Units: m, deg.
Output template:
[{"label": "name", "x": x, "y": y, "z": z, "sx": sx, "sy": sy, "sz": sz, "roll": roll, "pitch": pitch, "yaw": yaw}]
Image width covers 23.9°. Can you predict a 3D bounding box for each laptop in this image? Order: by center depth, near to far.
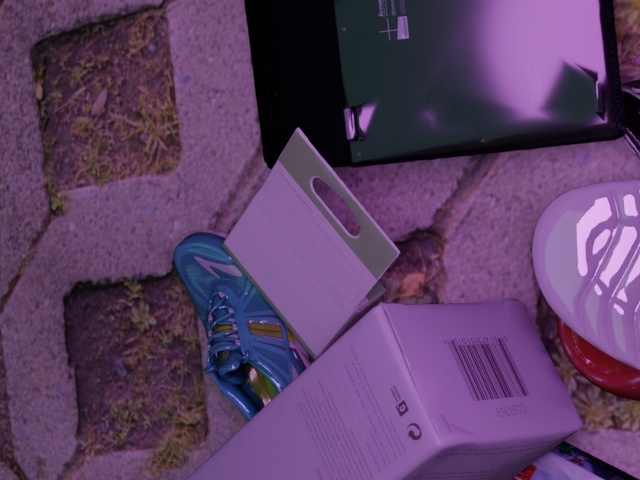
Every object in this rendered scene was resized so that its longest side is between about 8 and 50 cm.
[{"label": "laptop", "x": 0.086, "y": -0.274, "z": 1.520, "sx": 0.408, "sy": 0.236, "sz": 0.382, "roll": -6, "pitch": 95, "yaw": 14}]

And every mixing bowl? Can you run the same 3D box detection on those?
[{"label": "mixing bowl", "x": 0.293, "y": 0.075, "z": 1.432, "sx": 0.181, "sy": 0.098, "sz": 0.181, "roll": 6, "pitch": 100, "yaw": 33}]

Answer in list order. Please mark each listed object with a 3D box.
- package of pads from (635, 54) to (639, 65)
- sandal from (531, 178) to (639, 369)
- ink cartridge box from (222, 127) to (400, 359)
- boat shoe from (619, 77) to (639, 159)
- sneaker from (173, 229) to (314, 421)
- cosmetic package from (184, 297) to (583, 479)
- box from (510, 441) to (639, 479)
[{"label": "package of pads", "x": 0.338, "y": -0.183, "z": 1.400, "sx": 0.050, "sy": 0.032, "sz": 0.083, "roll": 46, "pitch": 119, "yaw": 20}, {"label": "sandal", "x": 0.391, "y": 0.052, "z": 1.332, "sx": 0.416, "sy": 0.102, "sz": 0.169, "roll": 12, "pitch": 91, "yaw": 10}, {"label": "ink cartridge box", "x": 0.000, "y": 0.000, "z": 1.584, "sx": 0.171, "sy": 0.056, "sz": 0.235, "roll": 51, "pitch": 141, "yaw": 12}, {"label": "boat shoe", "x": 0.345, "y": -0.063, "z": 1.391, "sx": 0.219, "sy": 0.070, "sz": 0.078, "roll": 46, "pitch": 119, "yaw": 19}, {"label": "sneaker", "x": -0.084, "y": 0.108, "z": 1.677, "sx": 0.107, "sy": 0.110, "sz": 0.275, "roll": -39, "pitch": 75, "yaw": 32}, {"label": "cosmetic package", "x": 0.045, "y": 0.221, "z": 1.511, "sx": 0.385, "sy": 0.217, "sz": 0.156, "roll": -42, "pitch": 61, "yaw": 37}, {"label": "box", "x": 0.240, "y": 0.290, "z": 1.532, "sx": 0.233, "sy": 0.044, "sz": 0.159, "roll": 26, "pitch": 111, "yaw": 28}]
